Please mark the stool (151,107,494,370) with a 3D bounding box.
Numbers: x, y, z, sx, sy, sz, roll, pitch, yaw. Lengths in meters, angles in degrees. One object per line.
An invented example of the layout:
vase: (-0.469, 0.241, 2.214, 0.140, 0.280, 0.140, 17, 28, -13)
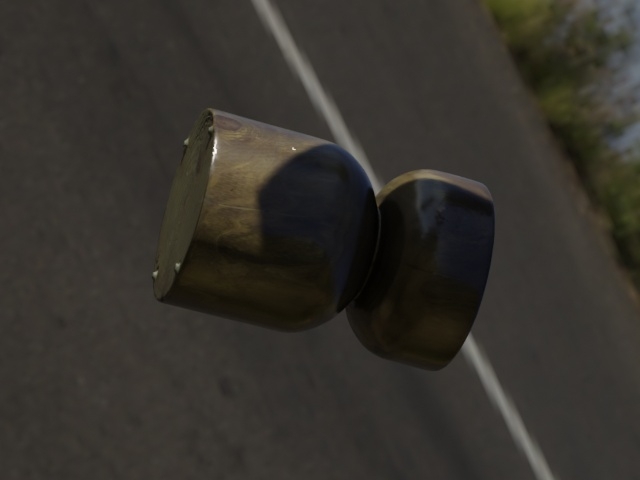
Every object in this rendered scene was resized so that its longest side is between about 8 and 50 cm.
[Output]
stool: (0.000, 0.000, 1.722, 0.264, 0.179, 0.179, 15, 29, -15)
